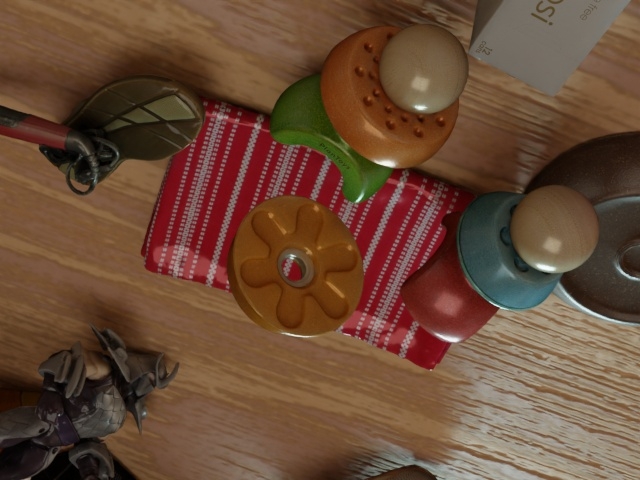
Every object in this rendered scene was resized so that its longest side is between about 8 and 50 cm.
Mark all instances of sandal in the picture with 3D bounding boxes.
[{"bbox_3d":[-0.152,-0.092,1.067,0.072,0.049,0.180,45,143,-20],"label":"sandal"}]

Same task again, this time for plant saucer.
[{"bbox_3d":[0.248,0.005,1.059,0.198,0.036,0.198,7,135,7],"label":"plant saucer"}]

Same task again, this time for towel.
[{"bbox_3d":[0.000,0.000,1.124,0.275,0.031,0.199,20,134,-4],"label":"towel"}]

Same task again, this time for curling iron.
[{"bbox_3d":[-0.282,-0.092,1.073,0.274,0.035,0.068,16,145,13],"label":"curling iron"}]

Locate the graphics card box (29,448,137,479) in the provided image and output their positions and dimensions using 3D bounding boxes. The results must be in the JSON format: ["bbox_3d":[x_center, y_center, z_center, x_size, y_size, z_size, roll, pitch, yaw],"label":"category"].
[{"bbox_3d":[-0.181,0.411,1.427,0.094,0.233,0.371,-19,127,30],"label":"graphics card box"}]

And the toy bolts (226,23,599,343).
[{"bbox_3d":[0.072,-0.017,0.944,0.228,0.218,0.158,36,149,-15],"label":"toy bolts"}]

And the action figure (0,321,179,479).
[{"bbox_3d":[-0.254,0.178,1.249,0.285,0.099,0.185,-26,135,-14],"label":"action figure"}]

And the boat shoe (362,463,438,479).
[{"bbox_3d":[-0.006,0.319,1.379,0.324,0.116,0.123,-39,100,19],"label":"boat shoe"}]

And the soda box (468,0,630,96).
[{"bbox_3d":[0.175,-0.195,0.858,0.069,0.074,0.216,25,134,-9],"label":"soda box"}]

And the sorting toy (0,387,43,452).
[{"bbox_3d":[-0.332,0.091,1.266,0.126,0.127,0.365,-17,133,-2],"label":"sorting toy"}]
